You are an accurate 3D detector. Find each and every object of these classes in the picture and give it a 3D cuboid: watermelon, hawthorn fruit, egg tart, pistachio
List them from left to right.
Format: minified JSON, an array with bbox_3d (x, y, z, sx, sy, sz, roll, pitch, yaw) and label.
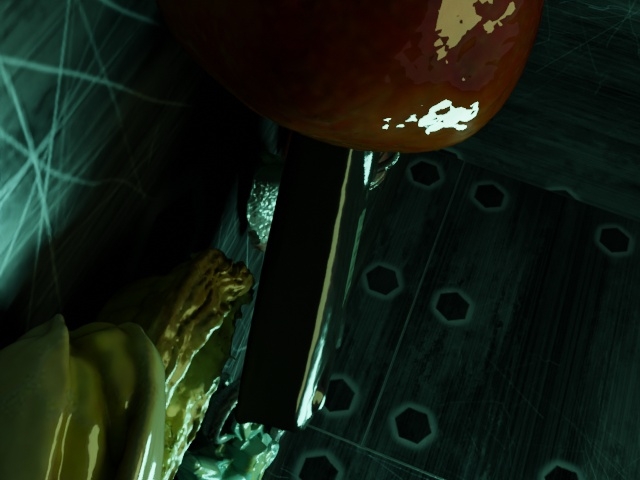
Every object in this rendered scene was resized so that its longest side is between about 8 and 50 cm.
[{"bbox_3d":[-0.146,0.132,0.424,0.145,0.117,0.200,26,-70,61],"label":"pistachio"},{"bbox_3d":[-0.119,0.098,0.577,0.212,0.090,0.212,20,90,-83],"label":"egg tart"},{"bbox_3d":[-0.043,-0.044,0.871,0.094,0.081,0.180,-50,149,-21],"label":"watermelon"},{"bbox_3d":[0.034,-0.140,0.469,0.299,0.211,0.211,37,71,-56],"label":"hawthorn fruit"}]

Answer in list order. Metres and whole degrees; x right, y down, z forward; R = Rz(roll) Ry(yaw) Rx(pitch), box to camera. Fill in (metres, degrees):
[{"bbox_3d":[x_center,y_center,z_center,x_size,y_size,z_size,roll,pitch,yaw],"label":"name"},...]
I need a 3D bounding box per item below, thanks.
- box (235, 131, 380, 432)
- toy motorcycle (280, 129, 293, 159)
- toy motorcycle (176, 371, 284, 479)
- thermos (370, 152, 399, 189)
[{"bbox_3d":[0.000,0.000,0.713,0.290,0.073,0.288,-40,142,-83],"label":"box"},{"bbox_3d":[0.029,-0.172,0.935,0.171,0.089,0.298,-44,153,-72],"label":"toy motorcycle"},{"bbox_3d":[-0.127,0.279,1.037,0.198,0.109,0.296,-53,160,-24],"label":"toy motorcycle"},{"bbox_3d":[0.058,-0.163,1.184,0.232,0.099,0.124,87,-6,-69],"label":"thermos"}]
